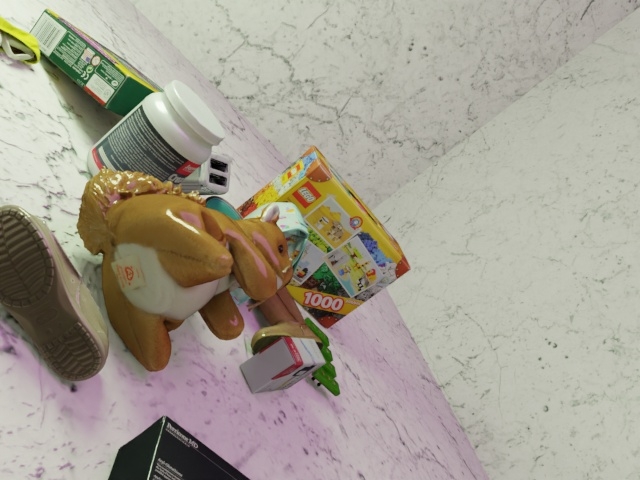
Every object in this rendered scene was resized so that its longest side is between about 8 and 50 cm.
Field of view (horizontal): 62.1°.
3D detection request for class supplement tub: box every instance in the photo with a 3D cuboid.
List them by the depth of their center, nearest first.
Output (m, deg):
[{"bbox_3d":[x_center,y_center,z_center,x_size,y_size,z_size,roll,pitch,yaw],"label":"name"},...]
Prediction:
[{"bbox_3d":[-0.377,-0.215,1.227,0.191,0.272,0.191,49,13,-15],"label":"supplement tub"}]

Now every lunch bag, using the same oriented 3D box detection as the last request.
[{"bbox_3d":[-0.149,0.015,1.405,0.160,0.262,0.223,55,5,-21],"label":"lunch bag"}]

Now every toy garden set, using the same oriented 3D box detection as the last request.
[{"bbox_3d":[-0.038,0.312,1.534,0.204,0.049,0.244,48,13,-27],"label":"toy garden set"}]

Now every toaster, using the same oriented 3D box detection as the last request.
[{"bbox_3d":[-0.350,-0.192,1.489,0.227,0.146,0.129,10,84,-74],"label":"toaster"}]

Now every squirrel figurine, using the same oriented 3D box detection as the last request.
[{"bbox_3d":[-0.235,-0.003,1.019,0.397,0.281,0.370,39,28,19],"label":"squirrel figurine"}]

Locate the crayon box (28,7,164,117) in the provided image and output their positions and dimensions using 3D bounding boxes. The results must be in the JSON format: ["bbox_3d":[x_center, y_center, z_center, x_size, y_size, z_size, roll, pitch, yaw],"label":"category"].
[{"bbox_3d":[-0.536,-0.420,1.419,0.363,0.106,0.313,40,6,22],"label":"crayon box"}]

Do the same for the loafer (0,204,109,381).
[{"bbox_3d":[-0.393,0.076,0.767,0.268,0.102,0.092,65,-6,-6],"label":"loafer"}]

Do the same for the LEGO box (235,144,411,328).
[{"bbox_3d":[0.000,0.000,1.787,0.500,0.372,0.193,46,14,-26],"label":"LEGO box"}]

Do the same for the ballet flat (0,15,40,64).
[{"bbox_3d":[-0.704,-0.445,1.163,0.231,0.077,0.077,0,70,-77],"label":"ballet flat"}]

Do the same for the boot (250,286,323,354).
[{"bbox_3d":[-0.138,0.195,1.417,0.236,0.089,0.269,21,23,-47],"label":"boot"}]

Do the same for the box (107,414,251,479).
[{"bbox_3d":[-0.161,0.391,0.704,0.261,0.103,0.184,47,16,-21],"label":"box"}]

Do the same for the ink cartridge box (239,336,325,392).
[{"bbox_3d":[-0.082,0.287,1.233,0.072,0.127,0.175,59,14,23],"label":"ink cartridge box"}]

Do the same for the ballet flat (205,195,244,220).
[{"bbox_3d":[-0.244,0.003,1.574,0.316,0.107,0.106,55,-9,-13],"label":"ballet flat"}]
